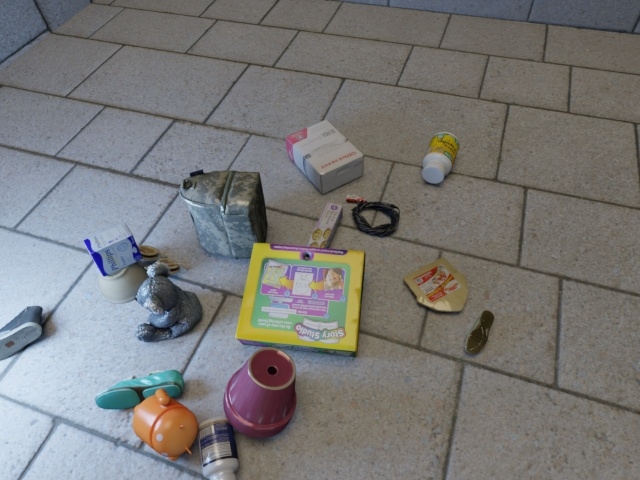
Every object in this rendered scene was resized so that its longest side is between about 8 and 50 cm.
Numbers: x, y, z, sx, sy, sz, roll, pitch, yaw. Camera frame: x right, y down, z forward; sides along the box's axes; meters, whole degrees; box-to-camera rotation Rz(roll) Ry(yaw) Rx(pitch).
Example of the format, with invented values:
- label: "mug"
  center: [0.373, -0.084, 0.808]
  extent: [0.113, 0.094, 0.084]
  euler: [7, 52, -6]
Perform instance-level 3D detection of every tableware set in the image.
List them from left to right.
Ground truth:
- label: "tableware set"
  center: [-0.569, 0.058, 1.620]
  extent: [0.194, 0.039, 0.128]
  euler: [27, 20, 23]

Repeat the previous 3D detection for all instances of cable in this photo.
- label: "cable"
  center: [0.200, -0.084, 1.732]
  extent: [0.184, 0.047, 0.151]
  euler: [14, 59, 11]

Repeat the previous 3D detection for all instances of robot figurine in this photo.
- label: "robot figurine"
  center: [-0.410, 0.485, 1.230]
  extent: [0.219, 0.128, 0.158]
  euler: [7, 69, 43]

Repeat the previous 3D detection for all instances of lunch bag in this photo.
- label: "lunch bag"
  center: [-0.327, -0.090, 1.599]
  extent: [0.255, 0.305, 0.213]
  euler: [0, 51, 2]

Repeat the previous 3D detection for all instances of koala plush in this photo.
- label: "koala plush"
  center: [-0.487, 0.183, 1.443]
  extent: [0.203, 0.221, 0.196]
  euler: [-4, 51, 0]

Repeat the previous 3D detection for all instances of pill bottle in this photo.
- label: "pill bottle"
  center: [-0.264, 0.559, 1.212]
  extent: [0.094, 0.094, 0.170]
  euler: [-15, 52, -8]
- label: "pill bottle"
  center: [0.474, -0.328, 1.856]
  extent: [0.117, 0.118, 0.208]
  euler: [18, 55, 17]

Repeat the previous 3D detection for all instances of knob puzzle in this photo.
- label: "knob puzzle"
  center: [0.395, 0.162, 1.527]
  extent: [0.213, 0.030, 0.213]
  euler: [-1, 51, 2]

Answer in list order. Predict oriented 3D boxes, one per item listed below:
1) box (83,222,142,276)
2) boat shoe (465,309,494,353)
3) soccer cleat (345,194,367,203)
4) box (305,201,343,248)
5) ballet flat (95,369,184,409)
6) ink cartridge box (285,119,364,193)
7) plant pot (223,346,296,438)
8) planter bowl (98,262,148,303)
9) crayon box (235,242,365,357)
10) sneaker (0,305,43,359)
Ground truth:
- label: "box"
  center: [-0.665, 0.030, 1.498]
  extent: [0.137, 0.126, 0.072]
  euler: [-28, 56, -23]
- label: "boat shoe"
  center: [0.482, 0.284, 1.422]
  extent: [0.056, 0.048, 0.153]
  euler: [28, 64, 9]
- label: "soccer cleat"
  center: [0.140, -0.162, 1.802]
  extent: [0.083, 0.029, 0.036]
  euler: [5, 56, 13]
- label: "box"
  center: [0.000, 0.000, 1.659]
  extent: [0.067, 0.063, 0.324]
  euler: [16, 54, 13]
- label: "ballet flat"
  center: [-0.518, 0.428, 1.353]
  extent: [0.247, 0.083, 0.087]
  euler: [-9, 27, -4]
- label: "ink cartridge box"
  center: [0.016, -0.344, 1.897]
  extent: [0.207, 0.117, 0.283]
  euler: [-27, 54, -17]
- label: "plant pot"
  center: [-0.149, 0.391, 1.246]
  extent: [0.201, 0.180, 0.201]
  euler: [13, 37, -10]
- label: "planter bowl"
  center: [-0.681, 0.118, 1.580]
  extent: [0.161, 0.109, 0.162]
  euler: [-1, 51, 2]
- label: "crayon box"
  center: [-0.052, 0.181, 1.451]
  extent: [0.362, 0.106, 0.313]
  euler: [5, 68, 8]
- label: "sneaker"
  center: [-0.992, 0.299, 1.488]
  extent: [0.221, 0.083, 0.118]
  euler: [-25, 35, -7]
